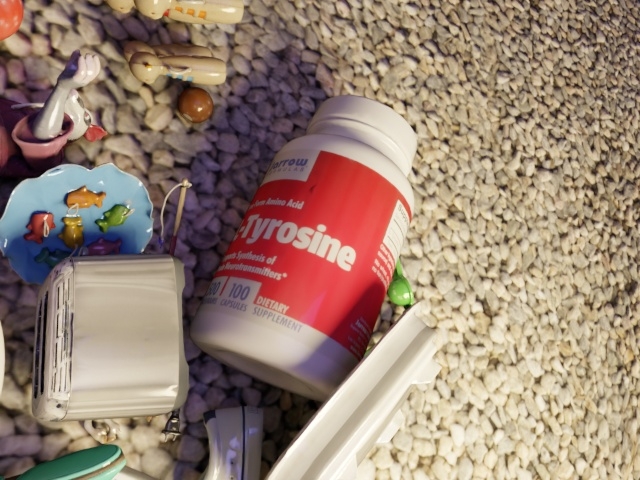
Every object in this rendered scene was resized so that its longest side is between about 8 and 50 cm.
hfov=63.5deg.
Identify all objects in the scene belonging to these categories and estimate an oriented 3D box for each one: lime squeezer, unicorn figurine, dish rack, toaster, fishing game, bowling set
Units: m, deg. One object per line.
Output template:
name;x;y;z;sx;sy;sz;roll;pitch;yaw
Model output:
lime squeezer;0.114;0.110;0.901;0.109;0.059;0.310;14;71;5
unicorn figurine;-0.271;0.195;0.656;0.162;0.060;0.111;-19;79;-45
dish rack;0.046;0.253;0.669;0.072;0.333;0.285;36;58;19
toaster;-0.240;0.119;0.594;0.146;0.129;0.227;6;68;-35
fishing game;-0.285;-0.010;0.629;0.264;0.189;0.041;-8;41;-39
bowling set;-0.218;-0.261;0.719;0.154;0.287;0.200;-3;114;-24

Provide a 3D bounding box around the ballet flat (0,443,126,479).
ballet flat;-0.328;0.291;0.559;0.247;0.083;0.087;-11;92;-8

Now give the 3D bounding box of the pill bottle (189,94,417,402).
pill bottle;0.000;0.000;0.748;0.229;0.229;0.408;32;65;-20

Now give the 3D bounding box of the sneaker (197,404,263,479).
sneaker;-0.129;0.353;0.690;0.091;0.094;0.258;4;73;-7

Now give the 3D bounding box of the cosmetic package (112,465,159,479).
cosmetic package;-0.261;0.390;0.598;0.117;0.085;0.231;34;66;-20

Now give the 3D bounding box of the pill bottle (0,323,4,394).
pill bottle;-0.469;0.111;0.383;0.363;0.210;0.210;12;70;-61

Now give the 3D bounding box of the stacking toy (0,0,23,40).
stacking toy;-0.496;-0.392;0.625;0.141;0.141;0.330;-44;109;-29

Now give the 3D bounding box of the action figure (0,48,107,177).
action figure;-0.397;-0.099;0.569;0.370;0.248;0.276;-18;125;-55
